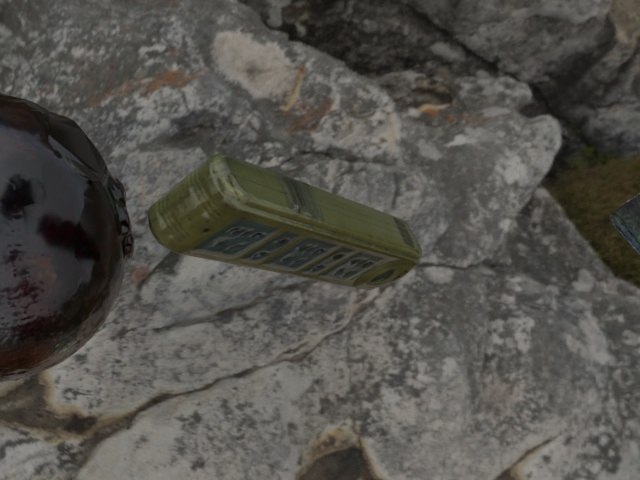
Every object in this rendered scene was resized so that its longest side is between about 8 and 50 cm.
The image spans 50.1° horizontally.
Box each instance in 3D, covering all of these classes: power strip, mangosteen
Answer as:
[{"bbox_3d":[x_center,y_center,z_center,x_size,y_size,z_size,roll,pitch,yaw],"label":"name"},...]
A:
[{"bbox_3d":[0.000,0.000,0.675,0.388,0.092,0.066,13,50,-56],"label":"power strip"},{"bbox_3d":[-0.339,-0.001,0.666,0.311,0.311,0.311,5,79,-28],"label":"mangosteen"}]

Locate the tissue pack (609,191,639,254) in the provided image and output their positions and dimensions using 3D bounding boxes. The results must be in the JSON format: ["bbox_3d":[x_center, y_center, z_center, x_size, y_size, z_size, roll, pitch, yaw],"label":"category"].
[{"bbox_3d":[0.506,-0.025,0.889,0.073,0.235,0.173,-35,77,-19],"label":"tissue pack"}]
